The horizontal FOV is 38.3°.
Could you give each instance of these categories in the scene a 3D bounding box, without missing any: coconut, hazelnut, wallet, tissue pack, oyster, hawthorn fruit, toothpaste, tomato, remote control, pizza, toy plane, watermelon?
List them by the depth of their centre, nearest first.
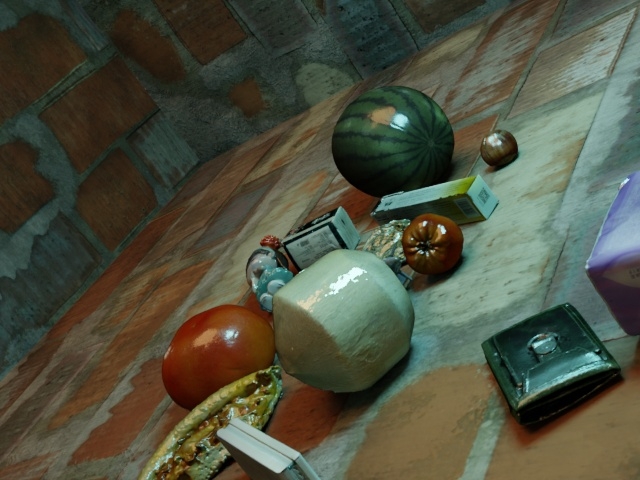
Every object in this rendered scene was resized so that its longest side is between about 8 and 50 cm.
[{"bbox_3d":[0.545,-0.014,1.208,0.338,0.160,0.242,-19,24,46],"label":"tissue pack"},{"bbox_3d":[0.325,0.168,1.343,0.160,0.055,0.236,-28,18,7],"label":"wallet"},{"bbox_3d":[-0.078,0.366,1.509,0.055,0.103,0.277,-42,19,-20],"label":"remote control"},{"bbox_3d":[0.027,0.151,1.639,0.247,0.245,0.245,-33,16,-16],"label":"coconut"},{"bbox_3d":[-0.208,0.374,1.772,0.365,0.074,0.182,-38,23,-6],"label":"pizza"},{"bbox_3d":[0.133,0.073,1.799,0.212,0.088,0.267,-57,6,-16],"label":"toy plane"},{"bbox_3d":[0.227,0.011,1.827,0.125,0.140,0.125,-12,61,22],"label":"hawthorn fruit"},{"bbox_3d":[-0.220,0.246,1.955,0.260,0.180,0.260,-32,21,14],"label":"tomato"},{"bbox_3d":[0.156,0.019,2.019,0.177,0.064,0.125,-12,44,32],"label":"oyster"},{"bbox_3d":[0.242,-0.070,2.029,0.313,0.089,0.071,-12,37,52],"label":"toothpaste"},{"bbox_3d":[0.405,-0.211,2.088,0.086,0.086,0.086,-33,18,12],"label":"hazelnut"},{"bbox_3d":[0.001,0.000,2.273,0.170,0.103,0.090,-24,14,34],"label":"tissue pack"},{"bbox_3d":[0.170,-0.242,2.286,0.279,0.279,0.359,-43,17,-20],"label":"watermelon"}]

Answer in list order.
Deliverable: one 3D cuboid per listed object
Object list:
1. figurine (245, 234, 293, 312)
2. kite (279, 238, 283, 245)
[{"bbox_3d":[-0.118,0.088,2.258,0.138,0.110,0.245,-59,21,12],"label":"figurine"},{"bbox_3d":[-0.143,0.035,2.613,0.137,0.005,0.152,-31,19,25],"label":"kite"}]
